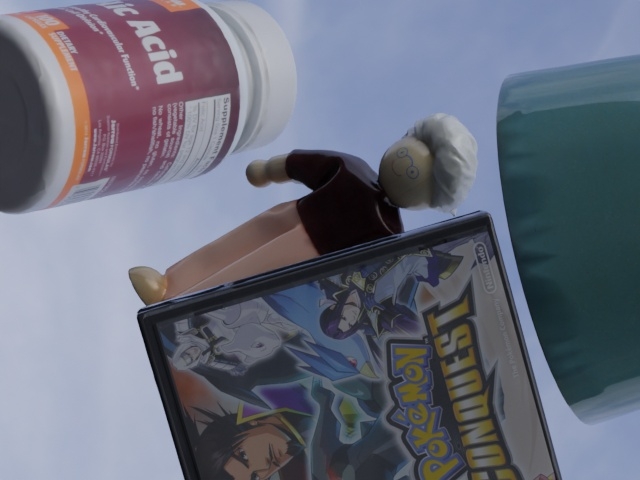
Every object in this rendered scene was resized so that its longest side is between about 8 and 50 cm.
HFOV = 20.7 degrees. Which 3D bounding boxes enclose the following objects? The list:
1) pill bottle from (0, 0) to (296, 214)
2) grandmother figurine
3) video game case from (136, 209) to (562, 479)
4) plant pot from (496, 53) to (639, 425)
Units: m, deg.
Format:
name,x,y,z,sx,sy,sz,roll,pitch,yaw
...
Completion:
name,x,y,z,sx,sy,sz,roll,pitch,yaw
pill bottle,-0.227,-0.171,2.057,0.224,0.392,0.224,14,-70,41
grandmother figurine,0.000,0.000,1.627,0.342,0.104,0.208,-33,-98,9
video game case,0.031,0.144,1.195,0.035,0.248,0.275,-126,-159,-83
plant pot,0.296,-0.021,1.388,0.235,0.293,0.293,-14,-81,19
